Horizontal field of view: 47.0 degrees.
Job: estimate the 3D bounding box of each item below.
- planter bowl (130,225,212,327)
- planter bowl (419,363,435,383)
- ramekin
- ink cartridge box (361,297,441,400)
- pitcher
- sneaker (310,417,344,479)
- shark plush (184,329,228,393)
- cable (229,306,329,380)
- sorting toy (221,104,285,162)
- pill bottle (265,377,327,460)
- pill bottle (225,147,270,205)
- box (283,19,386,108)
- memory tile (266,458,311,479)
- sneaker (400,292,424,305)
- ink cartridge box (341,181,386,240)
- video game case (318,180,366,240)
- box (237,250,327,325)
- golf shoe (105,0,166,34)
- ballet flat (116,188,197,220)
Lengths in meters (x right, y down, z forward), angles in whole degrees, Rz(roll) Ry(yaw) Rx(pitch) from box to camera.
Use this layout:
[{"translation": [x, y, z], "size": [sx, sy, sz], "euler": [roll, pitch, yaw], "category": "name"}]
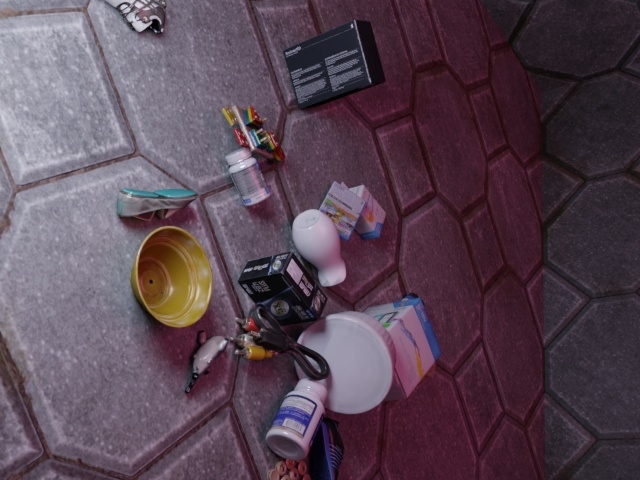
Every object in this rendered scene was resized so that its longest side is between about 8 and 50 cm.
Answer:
[{"translation": [-0.338, 0.084, 1.574], "size": [0.217, 0.090, 0.217], "euler": [22, 63, -51], "category": "planter bowl"}, {"translation": [0.301, 0.392, 2.366], "size": [0.162, 0.109, 0.162], "euler": [24, 60, -49], "category": "planter bowl"}, {"translation": [0.076, 0.311, 1.952], "size": [0.127, 0.273, 0.273], "euler": [-32, 106, -66], "category": "ramekin"}, {"translation": [0.191, 0.322, 2.151], "size": [0.270, 0.198, 0.197], "euler": [-35, 106, -53], "category": "ink cartridge box"}, {"translation": [0.000, 0.000, 2.074], "size": [0.178, 0.125, 0.207], "euler": [-93, 161, -51], "category": "pitcher"}, {"translation": [0.026, 0.585, 1.937], "size": [0.090, 0.081, 0.232], "euler": [12, 68, -45], "category": "sneaker"}, {"translation": [-0.253, 0.280, 1.668], "size": [0.067, 0.073, 0.161], "euler": [86, 15, -47], "category": "shark plush"}, {"translation": [-0.100, 0.264, 1.848], "size": [0.287, 0.072, 0.139], "euler": [31, 42, -35], "category": "cable"}, {"translation": [-0.165, -0.290, 1.917], "size": [0.132, 0.046, 0.274], "euler": [66, 16, 12], "category": "sorting toy"}, {"translation": [-0.053, 0.443, 1.845], "size": [0.112, 0.112, 0.187], "euler": [58, 39, -26], "category": "pill bottle"}, {"translation": [-0.187, -0.164, 1.879], "size": [0.078, 0.078, 0.137], "euler": [-43, 115, -51], "category": "pill bottle"}, {"translation": [0.039, -0.511, 2.150], "size": [0.103, 0.261, 0.184], "euler": [-24, 99, -55], "category": "box"}, {"translation": [-0.077, 0.599, 1.848], "size": [0.148, 0.012, 0.113], "euler": [-25, 100, -55], "category": "memory tile"}, {"translation": [0.328, 0.249, 2.494], "size": [0.084, 0.058, 0.152], "euler": [-37, 104, -44], "category": "sneaker"}, {"translation": [0.128, -0.099, 2.319], "size": [0.181, 0.061, 0.104], "euler": [47, 45, -35], "category": "ink cartridge box"}, {"translation": [0.060, -0.089, 2.202], "size": [0.119, 0.015, 0.166], "euler": [33, 52, -8], "category": "video game case"}, {"translation": [-0.094, 0.126, 1.858], "size": [0.180, 0.147, 0.077], "euler": [55, 40, -30], "category": "box"}, {"translation": [-0.423, -0.526, 1.664], "size": [0.198, 0.077, 0.094], "euler": [1, 79, -53], "category": "golf shoe"}, {"translation": [-0.363, -0.079, 1.628], "size": [0.213, 0.072, 0.068], "euler": [-5, 111, -55], "category": "ballet flat"}]
